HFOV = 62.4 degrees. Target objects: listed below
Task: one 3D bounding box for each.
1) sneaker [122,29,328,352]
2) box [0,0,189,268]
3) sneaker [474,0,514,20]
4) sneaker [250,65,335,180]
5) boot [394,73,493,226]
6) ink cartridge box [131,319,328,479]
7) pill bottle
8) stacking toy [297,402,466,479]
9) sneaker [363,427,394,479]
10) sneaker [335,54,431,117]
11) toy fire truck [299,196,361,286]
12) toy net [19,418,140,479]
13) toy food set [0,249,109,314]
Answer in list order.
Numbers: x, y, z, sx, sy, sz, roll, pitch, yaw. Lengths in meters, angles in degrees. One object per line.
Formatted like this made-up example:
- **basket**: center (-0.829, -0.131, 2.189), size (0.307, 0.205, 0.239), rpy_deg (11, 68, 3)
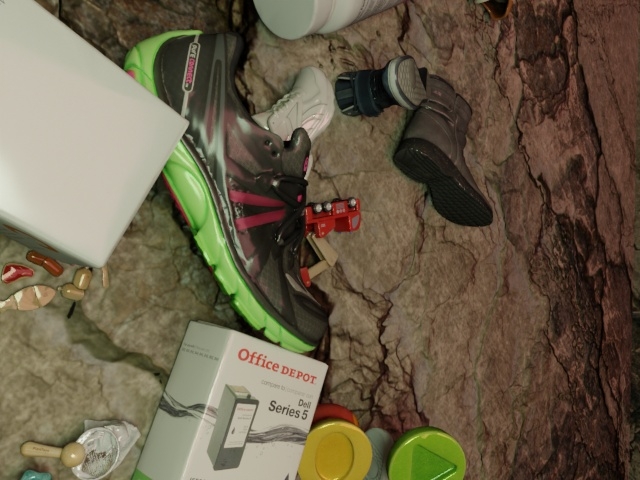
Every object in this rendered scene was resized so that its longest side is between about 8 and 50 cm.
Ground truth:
- **sneaker**: center (-0.082, -0.051, 0.719), size (0.202, 0.185, 0.483), rpy_deg (-27, 112, -10)
- **box**: center (-0.335, -0.133, 0.470), size (0.345, 0.215, 0.168), rpy_deg (38, 69, -34)
- **sneaker**: center (0.385, -0.638, 1.229), size (0.290, 0.106, 0.123), rpy_deg (35, 65, -39)
- **sneaker**: center (-0.054, -0.188, 0.838), size (0.115, 0.090, 0.232), rpy_deg (26, 72, -37)
- **boot**: center (0.301, -0.191, 1.159), size (0.338, 0.118, 0.222), rpy_deg (41, 59, -41)
- **ink cartridge box**: center (-0.126, 0.274, 0.755), size (0.198, 0.115, 0.273), rpy_deg (30, 71, -39)
- **pill bottle**: center (0.031, -0.435, 0.863), size (0.283, 0.160, 0.160), rpy_deg (-38, 115, -36)
- **stacking toy**: center (0.088, 0.421, 0.905), size (0.279, 0.130, 0.309), rpy_deg (-1, 98, -10)
- **sneaker**: center (0.131, 0.469, 1.013), size (0.151, 0.094, 0.256), rpy_deg (1, 99, -37)
- **sneaker**: center (0.092, -0.259, 0.907), size (0.226, 0.163, 0.086), rpy_deg (-27, 115, -68)
- **toy fire truck**: center (0.000, 0.000, 0.917), size (0.192, 0.047, 0.135), rpy_deg (-13, 100, -43)
- **toy net**: center (-0.304, 0.264, 0.590), size (0.232, 0.122, 0.045), rpy_deg (-14, 138, -43)
- **toy food set**: center (-0.323, 0.039, 0.636), size (0.122, 0.019, 0.078), rpy_deg (-8, 96, -35)
